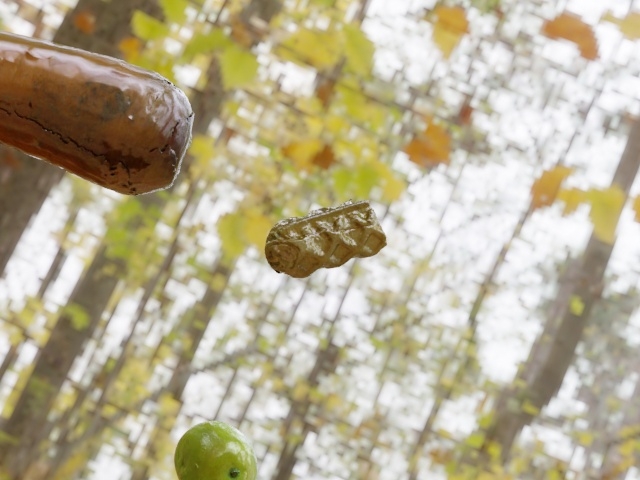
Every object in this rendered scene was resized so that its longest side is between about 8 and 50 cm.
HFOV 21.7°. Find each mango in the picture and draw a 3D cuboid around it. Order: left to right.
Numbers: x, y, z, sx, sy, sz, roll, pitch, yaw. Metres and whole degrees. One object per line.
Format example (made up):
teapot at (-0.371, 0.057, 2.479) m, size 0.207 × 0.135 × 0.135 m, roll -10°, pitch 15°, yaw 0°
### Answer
mango at (-0.094, 0.196, 1.470) m, size 0.056 × 0.073 × 0.108 m, roll 26°, pitch -4°, yaw -36°

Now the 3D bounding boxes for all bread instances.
bread at (0.000, 0.000, 1.560) m, size 0.066 × 0.110 × 0.060 m, roll -120°, pitch -162°, yaw -44°

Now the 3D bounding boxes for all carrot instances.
carrot at (-0.133, -0.064, 0.710) m, size 0.161 × 0.055 × 0.055 m, roll 18°, pitch -18°, yaw -2°
